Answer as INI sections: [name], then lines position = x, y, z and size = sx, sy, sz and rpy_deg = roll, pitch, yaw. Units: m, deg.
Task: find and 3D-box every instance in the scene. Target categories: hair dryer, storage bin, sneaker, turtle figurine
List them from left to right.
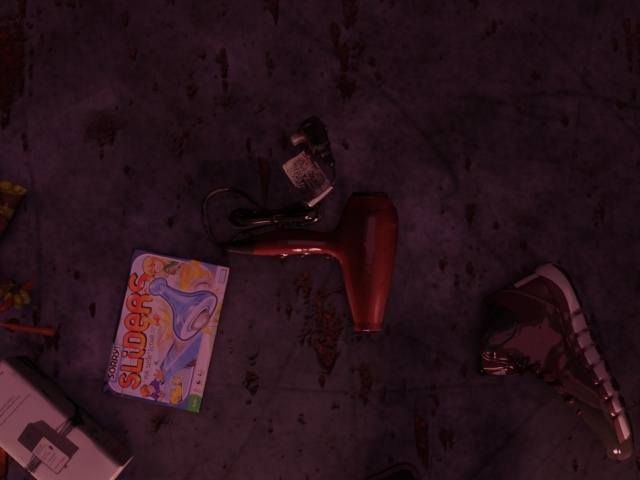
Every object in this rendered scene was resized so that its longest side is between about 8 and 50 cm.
[turtle figurine]
position = -0.459, 0.026, 1.620
size = 0.270, 0.087, 0.217
rpy_deg = 11, 78, 7
[hair dryer]
position = 0.000, 0.000, 1.657
size = 0.224, 0.080, 0.293
rpy_deg = -40, 83, 12
[storage bin]
position = 0.122, 0.371, 1.614
size = 0.098, 0.091, 0.135
rpy_deg = -24, 88, -3
[sneaker]
position = 0.302, 0.183, 1.637
size = 0.163, 0.106, 0.281
rpy_deg = -22, 77, 2

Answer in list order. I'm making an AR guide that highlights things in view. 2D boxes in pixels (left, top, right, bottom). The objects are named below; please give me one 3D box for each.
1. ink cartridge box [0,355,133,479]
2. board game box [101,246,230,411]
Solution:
[ink cartridge box]
position = -0.351, 0.250, 1.576
size = 0.208, 0.153, 0.087
rpy_deg = 43, 85, 0
[board game box]
position = -0.209, 0.121, 1.647
size = 0.136, 0.035, 0.201
rpy_deg = 11, 86, -1
